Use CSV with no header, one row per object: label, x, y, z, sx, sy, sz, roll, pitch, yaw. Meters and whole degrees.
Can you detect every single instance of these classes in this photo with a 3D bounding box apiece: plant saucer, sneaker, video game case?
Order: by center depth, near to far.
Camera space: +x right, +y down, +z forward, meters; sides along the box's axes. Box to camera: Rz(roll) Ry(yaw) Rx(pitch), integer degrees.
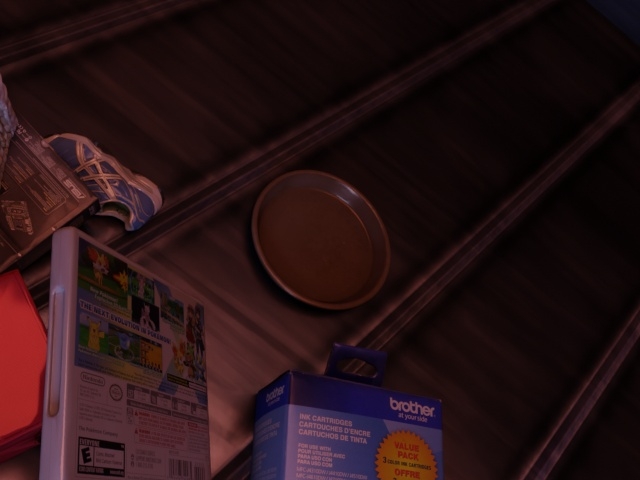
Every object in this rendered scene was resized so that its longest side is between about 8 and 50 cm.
video game case,-0.236,0.177,0.879,0.036,0.329,0.300,-14,65,15
sneaker,-0.353,-0.094,1.065,0.211,0.080,0.081,31,52,-9
plant saucer,0.000,0.000,1.229,0.277,0.041,0.278,12,59,-22

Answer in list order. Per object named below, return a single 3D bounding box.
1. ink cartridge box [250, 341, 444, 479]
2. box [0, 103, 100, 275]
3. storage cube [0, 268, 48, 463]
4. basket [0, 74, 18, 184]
ink cartridge box,0.037,0.358,0.999,0.270,0.151,0.396,15,58,-21
box,-0.468,-0.080,0.983,0.231,0.056,0.183,46,70,1
storage cube,-0.430,0.177,0.819,0.193,0.183,0.215,-24,79,-33
basket,-0.551,-0.102,0.762,0.328,0.331,0.267,5,76,-15
